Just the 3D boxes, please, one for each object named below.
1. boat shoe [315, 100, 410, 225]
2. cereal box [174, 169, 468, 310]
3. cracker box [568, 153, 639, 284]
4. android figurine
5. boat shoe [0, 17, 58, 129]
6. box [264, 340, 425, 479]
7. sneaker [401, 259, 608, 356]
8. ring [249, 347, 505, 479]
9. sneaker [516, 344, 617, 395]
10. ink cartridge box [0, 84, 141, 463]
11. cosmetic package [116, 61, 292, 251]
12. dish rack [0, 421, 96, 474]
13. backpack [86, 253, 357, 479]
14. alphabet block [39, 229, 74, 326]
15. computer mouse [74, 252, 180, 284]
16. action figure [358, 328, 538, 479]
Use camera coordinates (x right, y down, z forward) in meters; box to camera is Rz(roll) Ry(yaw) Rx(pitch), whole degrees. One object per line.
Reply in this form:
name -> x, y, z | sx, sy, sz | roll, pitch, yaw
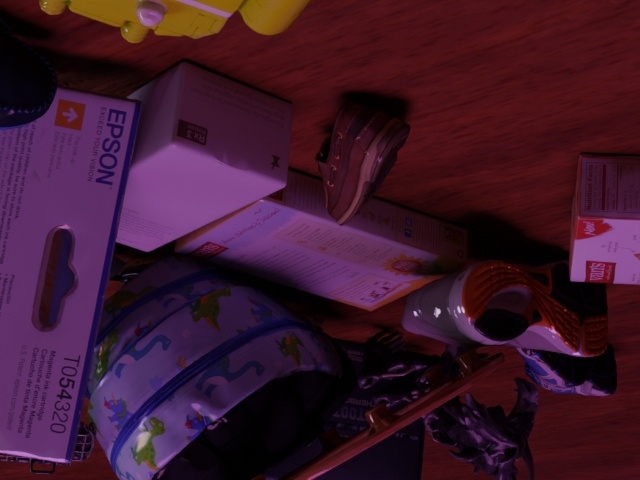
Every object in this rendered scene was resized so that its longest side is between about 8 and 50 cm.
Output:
boat shoe -> 0.029, -0.070, 1.416 | 0.060, 0.064, 0.178 | 36, 157, 5
cereal box -> 0.000, 0.000, 1.606 | 0.240, 0.047, 0.173 | 19, 154, -29
cracker box -> 0.342, -0.012, 1.461 | 0.232, 0.067, 0.155 | 3, 158, 8
android figurine -> -0.122, -0.203, 1.076 | 0.248, 0.056, 0.273 | 18, 158, -16
boat shoe -> -0.308, -0.152, 1.215 | 0.258, 0.109, 0.089 | 17, 150, -32
box -> 0.010, 0.214, 1.972 | 0.233, 0.183, 0.059 | 11, 161, -12
sneaker -> 0.188, 0.067, 1.646 | 0.121, 0.099, 0.262 | -8, 166, 43
ring -> 0.033, 0.192, 1.626 | 0.337, 0.032, 0.336 | -29, 175, -3
sneaker -> 0.262, 0.137, 1.852 | 0.081, 0.080, 0.211 | -10, 154, 31
ink cartridge box -> -0.340, 0.004, 1.355 | 0.330, 0.324, 0.071 | 11, -169, -12
cosmetic package -> -0.136, -0.068, 1.421 | 0.117, 0.085, 0.231 | 20, 153, -33
dish rack -> -0.354, 0.167, 1.587 | 0.272, 0.074, 0.208 | 7, 160, -9
backpack -> -0.124, 0.156, 1.718 | 0.290, 0.273, 0.355 | -33, -179, 3
alphabet block -> -0.367, 0.016, 1.552 | 0.197, 0.192, 0.193 | -8, 153, 29
computer mouse -> -0.244, 0.019, 1.734 | 0.193, 0.042, 0.106 | 12, 163, -32
action figure -> 0.166, 0.176, 1.841 | 0.276, 0.141, 0.164 | 26, 157, 48
